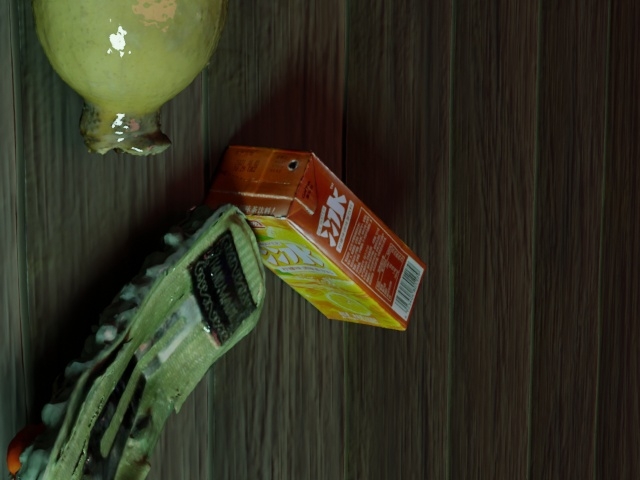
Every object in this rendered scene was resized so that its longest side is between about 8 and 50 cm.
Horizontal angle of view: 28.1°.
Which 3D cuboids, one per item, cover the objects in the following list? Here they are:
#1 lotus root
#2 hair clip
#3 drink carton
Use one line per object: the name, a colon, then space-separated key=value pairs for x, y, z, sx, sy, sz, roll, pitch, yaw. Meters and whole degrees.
lotus root: x=-0.132 y=-0.206 z=0.894 sx=0.146 sy=0.131 sz=0.303 roll=-17 pitch=109 yaw=-50
hair clip: x=-0.146 y=0.103 z=0.965 sx=0.321 sy=0.091 sz=0.138 roll=-60 pitch=140 yaw=-44
drink carton: x=0.000 y=0.000 z=1.137 sx=0.223 sy=0.096 sz=0.071 roll=42 pitch=62 yaw=-49
